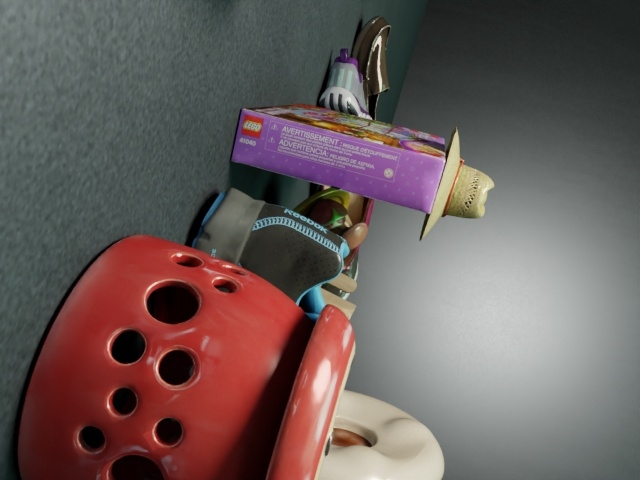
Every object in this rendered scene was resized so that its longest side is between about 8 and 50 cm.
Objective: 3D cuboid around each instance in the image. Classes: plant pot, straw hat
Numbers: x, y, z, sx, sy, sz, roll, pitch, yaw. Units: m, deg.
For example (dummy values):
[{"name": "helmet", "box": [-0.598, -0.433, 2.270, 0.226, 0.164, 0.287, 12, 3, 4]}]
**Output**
[{"name": "plant pot", "box": [-0.075, 0.108, 0.446, 0.191, 0.174, 0.191, 16, 90, -86]}, {"name": "straw hat", "box": [0.158, -0.054, 0.720, 0.144, 0.061, 0.144, 17, 90, -83]}]

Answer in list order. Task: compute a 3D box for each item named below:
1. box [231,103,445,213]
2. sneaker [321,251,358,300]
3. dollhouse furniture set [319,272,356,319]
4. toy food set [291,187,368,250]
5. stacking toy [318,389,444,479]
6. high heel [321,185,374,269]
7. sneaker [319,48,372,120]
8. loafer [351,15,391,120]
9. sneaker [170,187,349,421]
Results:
[{"name": "box", "box": [0.040, -0.107, 0.747, 0.293, 0.201, 0.057, -52, 157, -74]}, {"name": "sneaker", "box": [0.043, -0.008, 1.453, 0.147, 0.104, 0.296, 83, 18, -69]}, {"name": "dollhouse furniture set", "box": [0.016, 0.122, 1.326, 0.144, 0.123, 0.151, -60, 170, -27]}, {"name": "toy food set", "box": [0.000, 0.000, 0.857, 0.218, 0.071, 0.128, -48, 158, 25]}, {"name": "stacking toy", "box": [-0.003, 0.525, 1.119, 0.350, 0.350, 0.480, -35, 137, -79]}, {"name": "high heel", "box": [0.059, -0.070, 1.145, 0.377, 0.127, 0.181, 90, -5, -76]}, {"name": "sneaker", "box": [0.053, -0.237, 1.078, 0.223, 0.083, 0.098, 40, 61, -82]}, {"name": "loafer", "box": [0.100, -0.307, 1.217, 0.080, 0.078, 0.220, -34, 142, -54]}, {"name": "sneaker", "box": [-0.066, 0.117, 0.661, 0.125, 0.139, 0.341, -68, 172, -54]}]
